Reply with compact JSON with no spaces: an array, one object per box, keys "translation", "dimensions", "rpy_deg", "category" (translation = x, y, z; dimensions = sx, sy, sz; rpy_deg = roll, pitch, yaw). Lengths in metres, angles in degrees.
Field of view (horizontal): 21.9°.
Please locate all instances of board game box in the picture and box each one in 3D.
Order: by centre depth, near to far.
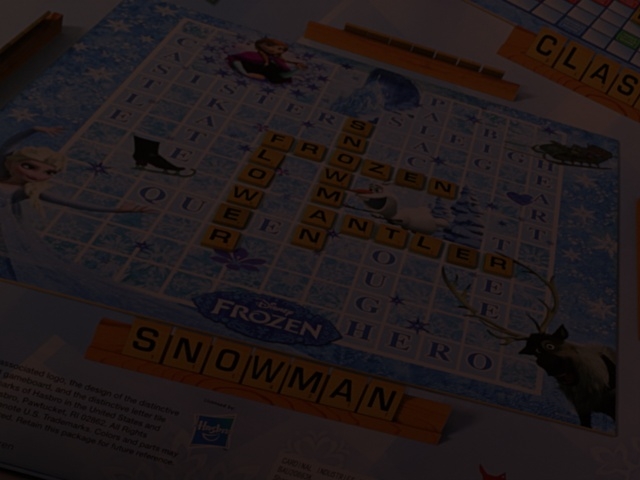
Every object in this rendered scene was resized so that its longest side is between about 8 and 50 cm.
[{"translation":[0.025,-0.053,0.507],"dimensions":[0.319,0.318,0.066],"rpy_deg":[19,21,-20],"category":"board game box"}]
